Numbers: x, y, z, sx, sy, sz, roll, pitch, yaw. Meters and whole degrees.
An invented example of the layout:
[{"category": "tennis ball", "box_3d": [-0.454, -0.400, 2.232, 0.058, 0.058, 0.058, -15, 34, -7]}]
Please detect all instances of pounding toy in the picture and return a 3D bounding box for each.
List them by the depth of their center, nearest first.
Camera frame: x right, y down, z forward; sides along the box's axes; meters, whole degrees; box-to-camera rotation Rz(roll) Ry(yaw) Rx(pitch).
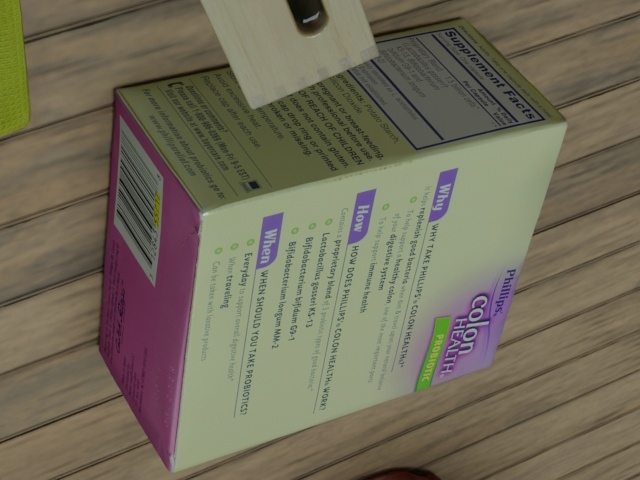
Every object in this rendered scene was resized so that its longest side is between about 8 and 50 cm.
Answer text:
[{"category": "pounding toy", "box_3d": [-0.018, -0.152, 0.753, 0.100, 0.130, 0.141, -23, 142, 1]}]

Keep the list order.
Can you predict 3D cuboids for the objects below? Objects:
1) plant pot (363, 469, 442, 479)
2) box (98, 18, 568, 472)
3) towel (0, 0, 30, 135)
[{"category": "plant pot", "box_3d": [0.089, 0.351, 1.236, 0.272, 0.265, 0.272, -22, 141, -20]}, {"category": "box", "box_3d": [0.000, 0.000, 0.921, 0.243, 0.117, 0.213, -15, 137, -26]}, {"category": "towel", "box_3d": [-0.191, -0.131, 0.709, 0.102, 0.021, 0.237, -18, 139, -22]}]
